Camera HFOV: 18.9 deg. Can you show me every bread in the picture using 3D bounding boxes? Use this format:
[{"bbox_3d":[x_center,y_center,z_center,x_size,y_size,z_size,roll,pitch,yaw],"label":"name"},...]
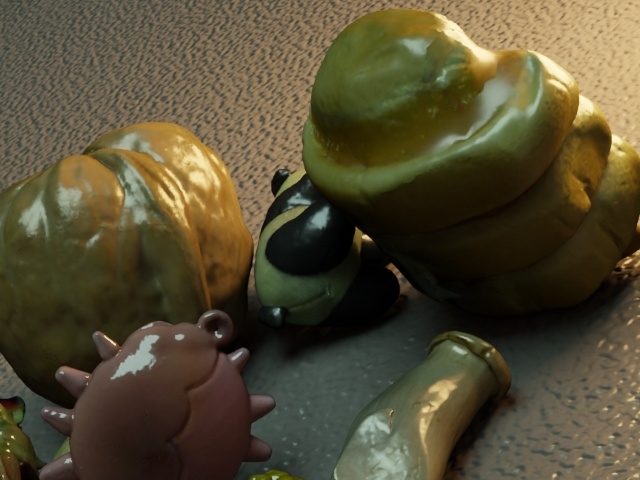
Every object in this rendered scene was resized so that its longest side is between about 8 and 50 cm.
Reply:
[{"bbox_3d":[0.127,-0.065,1.829,0.300,0.341,0.210,14,70,34],"label":"bread"}]

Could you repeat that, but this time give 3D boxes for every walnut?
[{"bbox_3d":[-0.211,0.032,1.977,0.296,0.285,0.285,-25,25,-31],"label":"walnut"}]

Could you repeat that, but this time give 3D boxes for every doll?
[{"bbox_3d":[-0.001,0.000,2.009,0.135,0.143,0.234,-22,28,17],"label":"doll"},{"bbox_3d":[-0.150,0.181,1.748,0.093,0.211,0.262,-128,59,-80],"label":"doll"}]

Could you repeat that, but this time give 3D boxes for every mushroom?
[{"bbox_3d":[0.078,0.174,1.699,0.108,0.096,0.247,-33,12,44],"label":"mushroom"}]

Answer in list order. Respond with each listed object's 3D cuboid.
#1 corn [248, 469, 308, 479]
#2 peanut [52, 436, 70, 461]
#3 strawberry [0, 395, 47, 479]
[{"bbox_3d":[0.032,0.279,1.529,0.120,0.120,0.363,-33,28,-17],"label":"corn"},{"bbox_3d":[-0.182,0.207,1.847,0.187,0.082,0.082,-15,29,17],"label":"peanut"},{"bbox_3d":[-0.376,0.292,1.830,0.306,0.137,0.233,-48,8,16],"label":"strawberry"}]
